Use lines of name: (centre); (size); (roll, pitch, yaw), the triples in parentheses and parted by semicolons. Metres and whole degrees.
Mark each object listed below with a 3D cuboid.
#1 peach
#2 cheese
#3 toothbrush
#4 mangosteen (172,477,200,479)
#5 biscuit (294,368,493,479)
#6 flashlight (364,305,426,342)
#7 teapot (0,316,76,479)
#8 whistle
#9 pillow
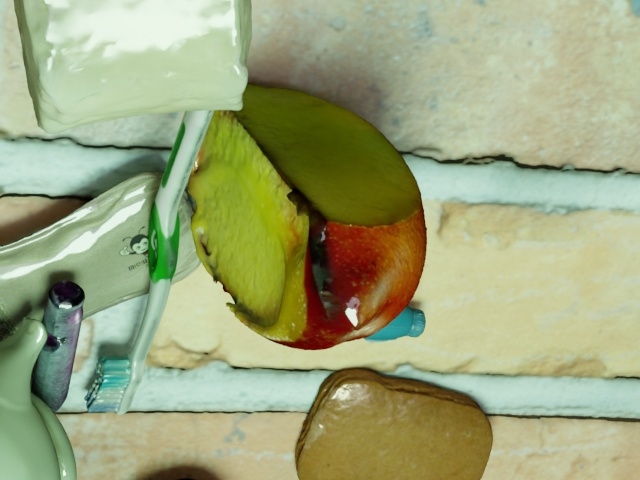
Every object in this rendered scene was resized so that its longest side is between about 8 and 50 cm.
peach: (0.004, -0.002, 1.351); (0.154, 0.267, 0.159); (-6, 124, -29)
cheese: (-0.141, -0.248, 1.143); (0.153, 0.292, 0.332); (-10, 117, -9)
toothbrush: (-0.122, -0.006, 1.393); (0.040, 0.042, 0.418); (3, 131, -25)
mangosteen: (-0.122, 0.285, 1.578); (0.140, 0.140, 0.140); (-7, 122, -11)
biscuit: (0.063, 0.215, 1.630); (0.192, 0.036, 0.186); (16, 116, -22)
flashlight: (0.034, 0.062, 1.524); (0.129, 0.051, 0.051); (9, 117, -24)
teapot: (-0.255, 0.235, 1.421); (0.149, 0.318, 0.220); (-20, 169, -43)
whistle: (-0.223, 0.095, 1.454); (0.033, 0.033, 0.176); (0, 141, -16)
pillow: (-0.209, 0.027, 1.439); (0.232, 0.038, 0.131); (-23, 133, -2)
